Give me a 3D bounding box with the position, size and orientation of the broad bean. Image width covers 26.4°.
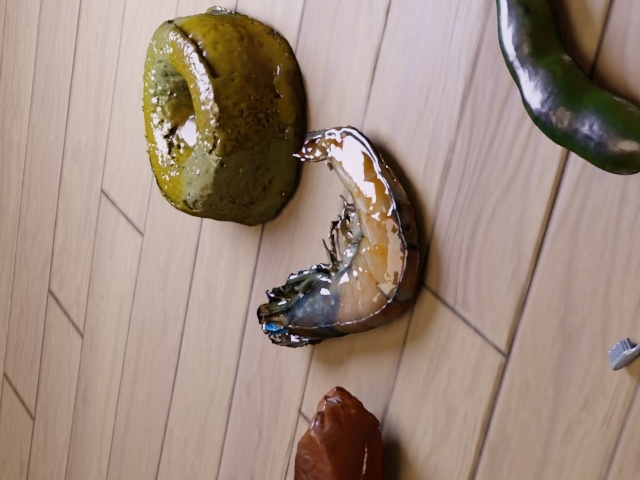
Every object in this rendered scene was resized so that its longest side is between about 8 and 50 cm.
[{"bbox_3d":[0.199,-0.163,1.089,0.144,0.049,0.291,-33,67,53],"label":"broad bean"}]

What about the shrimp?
[{"bbox_3d":[0.000,0.000,1.421,0.290,0.054,0.222,-33,68,51],"label":"shrimp"}]

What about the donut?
[{"bbox_3d":[-0.130,-0.142,1.560,0.272,0.107,0.272,11,103,58],"label":"donut"}]

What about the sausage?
[{"bbox_3d":[0.013,0.311,1.418,0.102,0.102,0.330,30,120,52],"label":"sausage"}]

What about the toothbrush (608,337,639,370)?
[{"bbox_3d":[0.274,0.044,1.038,0.193,0.013,0.019,-56,41,46],"label":"toothbrush"}]
